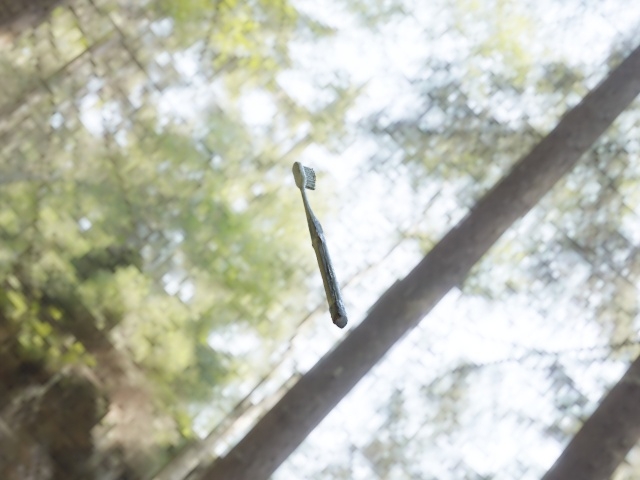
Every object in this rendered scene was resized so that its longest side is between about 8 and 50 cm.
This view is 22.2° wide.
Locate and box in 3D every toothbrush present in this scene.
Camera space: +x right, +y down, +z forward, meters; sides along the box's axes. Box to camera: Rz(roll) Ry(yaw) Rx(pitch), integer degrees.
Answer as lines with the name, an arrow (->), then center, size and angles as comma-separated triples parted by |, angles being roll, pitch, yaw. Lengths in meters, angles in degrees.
toothbrush -> 0.000, 0.000, 1.492 | 0.019, 0.219, 0.016 | 17, -55, -26
